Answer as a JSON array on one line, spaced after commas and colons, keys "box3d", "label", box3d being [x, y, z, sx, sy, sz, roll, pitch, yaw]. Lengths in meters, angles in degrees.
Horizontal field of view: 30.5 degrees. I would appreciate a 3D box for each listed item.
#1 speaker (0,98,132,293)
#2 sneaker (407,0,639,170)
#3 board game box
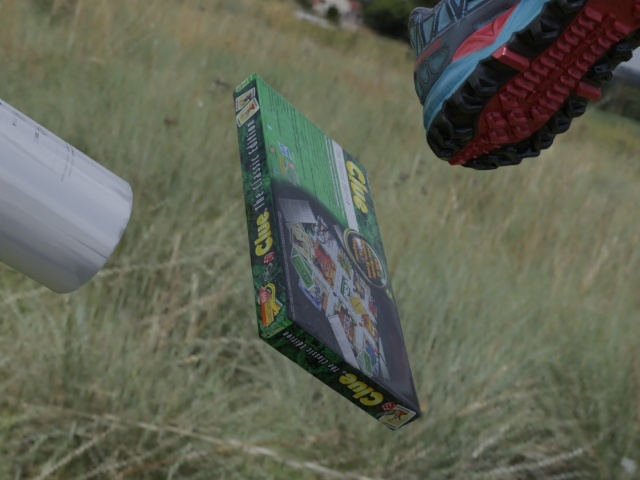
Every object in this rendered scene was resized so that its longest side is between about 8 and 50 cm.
[{"box3d": [-0.137, -0.033, 0.437, 0.136, 0.055, 0.055, 35, -1, -34], "label": "speaker"}, {"box3d": [0.137, -0.160, 0.629, 0.104, 0.262, 0.125, 21, 40, -41], "label": "sneaker"}, {"box3d": [0.000, 0.000, 0.821, 0.136, 0.030, 0.259, 36, 28, -33], "label": "board game box"}]
